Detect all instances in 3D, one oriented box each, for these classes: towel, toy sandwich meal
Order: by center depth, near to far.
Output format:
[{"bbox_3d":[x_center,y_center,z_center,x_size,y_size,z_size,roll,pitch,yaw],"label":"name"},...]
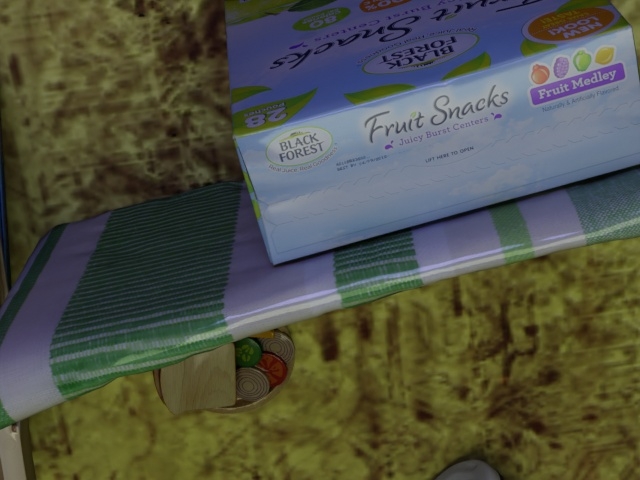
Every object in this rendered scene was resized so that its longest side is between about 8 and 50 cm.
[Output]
[{"bbox_3d":[0.000,0.000,0.747,0.324,0.248,0.038,-15,105,4],"label":"towel"},{"bbox_3d":[-0.056,0.072,0.893,0.085,0.029,0.086,-2,116,-4],"label":"toy sandwich meal"}]

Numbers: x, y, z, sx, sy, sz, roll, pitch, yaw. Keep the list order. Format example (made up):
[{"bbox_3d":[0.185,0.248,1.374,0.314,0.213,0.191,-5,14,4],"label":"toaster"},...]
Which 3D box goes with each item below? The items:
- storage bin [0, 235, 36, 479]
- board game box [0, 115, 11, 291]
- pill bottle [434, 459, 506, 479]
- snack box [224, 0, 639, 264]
[{"bbox_3d":[-0.286,0.071,0.761,0.260,0.123,0.262,-6,112,-6],"label":"storage bin"},{"bbox_3d":[-0.275,-0.004,0.821,0.211,0.039,0.160,-2,112,-9],"label":"board game box"},{"bbox_3d":[0.116,0.194,0.947,0.065,0.065,0.116,-40,113,13],"label":"pill bottle"},{"bbox_3d":[0.046,-0.081,0.731,0.174,0.207,0.070,-16,116,2],"label":"snack box"}]
